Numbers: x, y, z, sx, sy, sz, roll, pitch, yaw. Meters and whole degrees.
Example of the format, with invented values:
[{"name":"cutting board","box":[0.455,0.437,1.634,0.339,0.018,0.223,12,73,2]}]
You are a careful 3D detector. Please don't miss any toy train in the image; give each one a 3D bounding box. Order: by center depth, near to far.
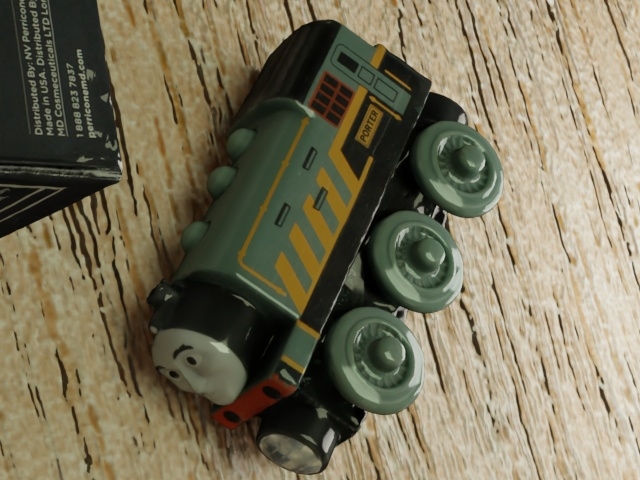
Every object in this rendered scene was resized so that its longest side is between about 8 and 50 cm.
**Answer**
[{"name":"toy train","box":[0.000,0.000,1.294,0.190,0.142,0.334,34,56,-14]}]

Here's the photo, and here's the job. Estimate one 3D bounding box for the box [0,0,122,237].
[{"name":"box","box":[-0.309,-0.079,0.920,0.294,0.296,0.183,-1,76,-42]}]
